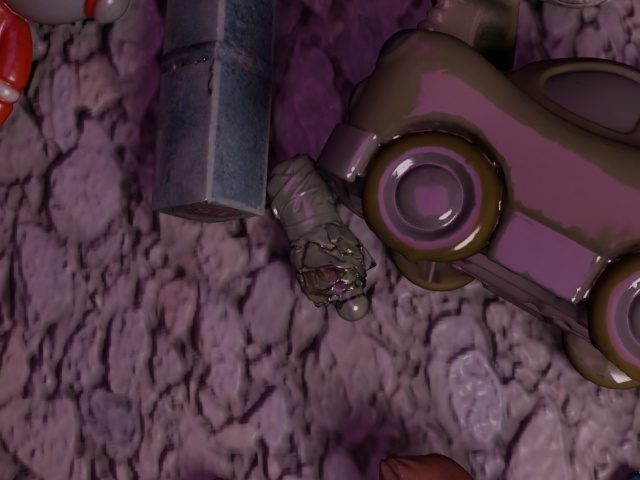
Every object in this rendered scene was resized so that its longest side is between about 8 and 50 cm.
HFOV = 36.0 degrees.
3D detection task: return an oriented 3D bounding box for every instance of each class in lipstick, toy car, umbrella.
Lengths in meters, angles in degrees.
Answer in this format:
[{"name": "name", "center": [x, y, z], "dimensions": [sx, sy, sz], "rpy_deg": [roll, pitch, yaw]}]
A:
[{"name": "lipstick", "center": [-0.083, -0.163, 0.810], "dimensions": [0.076, 0.077, 0.289], "rpy_deg": [-5, 77, 41]}, {"name": "toy car", "center": [0.188, -0.035, 0.693], "dimensions": [0.336, 0.242, 0.226], "rpy_deg": [28, 87, 12]}, {"name": "umbrella", "center": [0.000, 0.000, 0.798], "dimensions": [0.067, 0.062, 0.143], "rpy_deg": [-20, 77, -30]}]

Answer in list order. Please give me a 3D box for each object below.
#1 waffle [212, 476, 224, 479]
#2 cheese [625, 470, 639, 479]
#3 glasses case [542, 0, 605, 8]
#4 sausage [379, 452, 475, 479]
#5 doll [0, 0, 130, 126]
[{"name": "waffle", "center": [-0.038, 0.349, 0.738], "dimensions": [0.293, 0.069, 0.259], "rpy_deg": [26, 83, 10]}, {"name": "cheese", "center": [0.218, 0.246, 0.746], "dimensions": [0.095, 0.038, 0.145], "rpy_deg": [34, 85, 8]}, {"name": "glasses case", "center": [0.115, -0.301, 0.824], "dimensions": [0.327, 0.076, 0.125], "rpy_deg": [27, 86, 9]}, {"name": "sausage", "center": [0.174, 0.331, 0.697], "dimensions": [0.088, 0.088, 0.433], "rpy_deg": [-32, 87, -1]}, {"name": "doll", "center": [-0.272, -0.216, 0.836], "dimensions": [0.336, 0.105, 0.199], "rpy_deg": [-39, 82, 6]}]
